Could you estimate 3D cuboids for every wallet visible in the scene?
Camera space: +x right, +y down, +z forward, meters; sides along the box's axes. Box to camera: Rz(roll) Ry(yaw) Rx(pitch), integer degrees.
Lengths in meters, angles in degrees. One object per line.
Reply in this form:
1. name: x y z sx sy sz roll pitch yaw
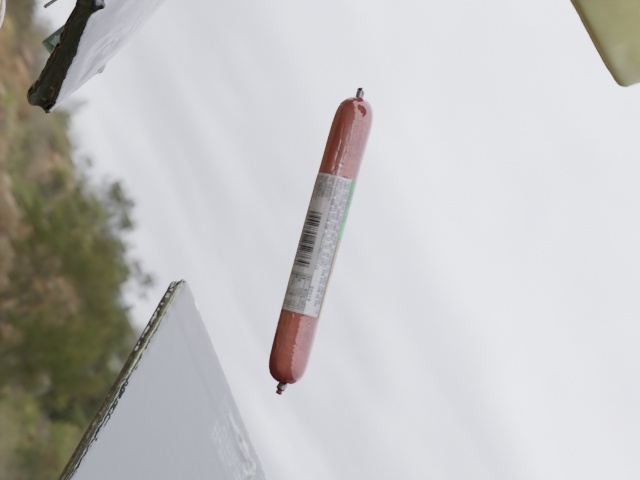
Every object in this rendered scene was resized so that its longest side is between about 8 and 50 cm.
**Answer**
1. wallet: -0.092 -0.207 1.188 0.030 0.285 0.146 38 -33 3

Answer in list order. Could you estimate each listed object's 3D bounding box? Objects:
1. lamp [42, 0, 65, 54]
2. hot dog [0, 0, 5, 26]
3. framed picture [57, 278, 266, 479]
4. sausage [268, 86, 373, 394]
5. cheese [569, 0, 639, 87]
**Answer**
1. lamp: -0.268 -0.237 1.879 0.041 0.054 0.121 40 -18 0
2. hot dog: -0.253 -0.166 1.144 0.140 0.090 0.060 55 6 -17
3. framed picture: -0.107 0.221 1.207 0.338 0.014 0.255 -65 141 -54
4. sausage: 0.000 0.000 1.221 0.029 0.029 0.223 180 -74 -80
5. cheese: 0.248 -0.251 1.058 0.242 0.265 0.124 58 18 -23
